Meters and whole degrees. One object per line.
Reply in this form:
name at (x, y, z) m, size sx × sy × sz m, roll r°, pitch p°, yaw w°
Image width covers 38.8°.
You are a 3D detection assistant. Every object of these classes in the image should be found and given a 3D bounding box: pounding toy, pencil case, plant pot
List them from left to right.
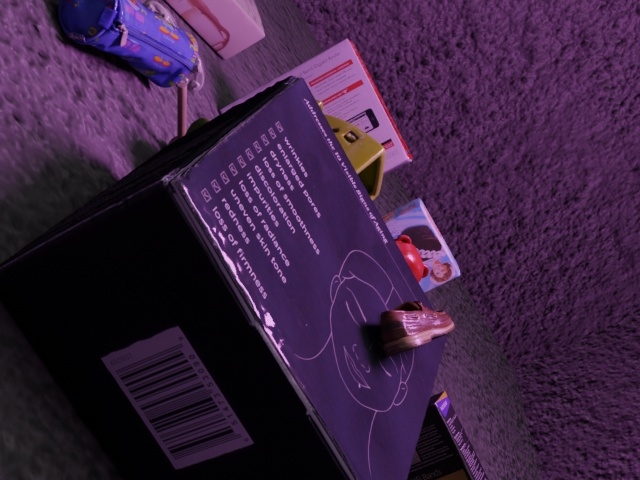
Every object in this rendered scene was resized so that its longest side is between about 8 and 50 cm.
pencil case at (-0.331, -0.364, 1.605) m, size 0.133 × 0.119 × 0.306 m, roll 37°, pitch 7°, yaw 21°
pounding toy at (-0.229, -0.125, 1.563) m, size 0.237 × 0.110 × 0.183 m, roll 54°, pitch -23°, yaw 30°
plant pot at (-0.021, -0.138, 1.861) m, size 0.207 × 0.227 × 0.228 m, roll 45°, pitch -16°, yaw 17°

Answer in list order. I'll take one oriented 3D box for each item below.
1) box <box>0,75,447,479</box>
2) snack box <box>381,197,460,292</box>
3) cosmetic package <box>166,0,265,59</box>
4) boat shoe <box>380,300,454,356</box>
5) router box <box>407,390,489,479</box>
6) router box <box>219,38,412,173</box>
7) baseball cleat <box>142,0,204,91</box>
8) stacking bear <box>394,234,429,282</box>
box at (-0.088, 0.094, 1.214) m, size 0.480 × 0.297 × 0.472 m, roll 60°, pitch 26°, yaw -12°
snack box at (0.121, 0.062, 1.999) m, size 0.187 × 0.322 × 0.060 m, roll 58°, pitch 14°, yaw -17°
cosmetic package at (-0.270, -0.584, 2.159) m, size 0.296 × 0.129 × 0.153 m, roll 40°, pitch 26°, yaw -53°
boat shoe at (0.130, 0.109, 1.217) m, size 0.178 × 0.064 × 0.060 m, roll -7°, pitch 77°, yaw -62°
router box at (0.105, 0.407, 1.408) m, size 0.243 × 0.309 × 0.081 m, roll 65°, pitch 19°, yaw 3°
router box at (-0.009, -0.236, 2.036) m, size 0.301 × 0.335 × 0.082 m, roll 64°, pitch 12°, yaw 3°
baseball cleat at (-0.298, -0.409, 1.889) m, size 0.206 × 0.072 × 0.109 m, roll 63°, pitch 8°, yaw -16°
stacking bear at (0.076, 0.093, 1.866) m, size 0.175 × 0.289 × 0.164 m, roll 59°, pitch 16°, yaw -15°
